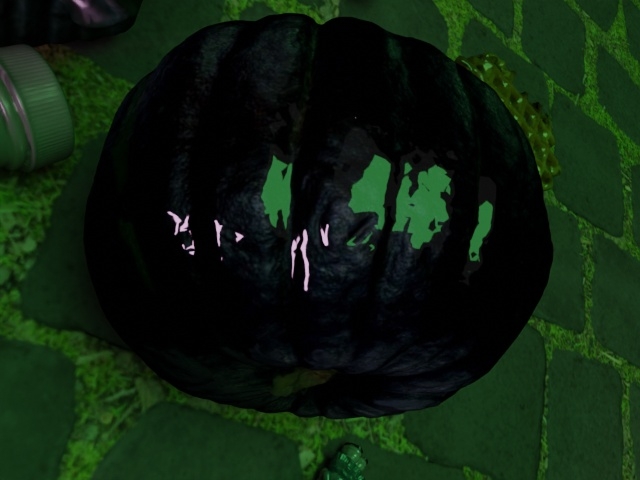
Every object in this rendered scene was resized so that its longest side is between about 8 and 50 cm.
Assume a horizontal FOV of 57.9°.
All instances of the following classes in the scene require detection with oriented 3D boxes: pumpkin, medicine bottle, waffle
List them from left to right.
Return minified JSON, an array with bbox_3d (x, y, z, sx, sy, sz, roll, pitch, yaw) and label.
[{"bbox_3d":[-0.295,-0.087,0.451,0.168,0.105,0.105,-30,94,-37],"label":"medicine bottle"},{"bbox_3d":[0.000,0.000,0.479,0.363,0.363,0.266,25,55,-28],"label":"pumpkin"},{"bbox_3d":[0.304,-0.187,0.950,0.291,0.051,0.291,10,73,-34],"label":"waffle"}]

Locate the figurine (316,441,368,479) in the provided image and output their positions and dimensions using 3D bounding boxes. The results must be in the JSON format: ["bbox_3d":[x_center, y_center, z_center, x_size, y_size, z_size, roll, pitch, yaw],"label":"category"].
[{"bbox_3d":[0.014,0.264,0.607,0.106,0.047,0.060,-40,131,-45],"label":"figurine"}]

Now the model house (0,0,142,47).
[{"bbox_3d":[-0.202,-0.318,0.353,0.399,0.445,0.395,31,59,-19],"label":"model house"}]
